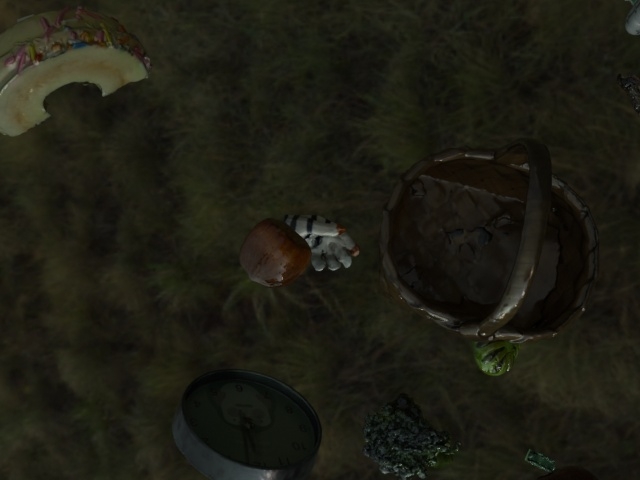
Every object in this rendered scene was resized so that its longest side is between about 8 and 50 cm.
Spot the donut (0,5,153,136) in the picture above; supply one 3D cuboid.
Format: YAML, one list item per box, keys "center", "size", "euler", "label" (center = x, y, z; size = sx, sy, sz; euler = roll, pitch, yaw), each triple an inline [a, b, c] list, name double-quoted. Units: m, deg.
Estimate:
- center: [-0.246, -0.167, 0.819]
  size: [0.108, 0.165, 0.065]
  euler: [84, 162, -69]
  label: "donut"

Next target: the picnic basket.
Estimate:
- center: [0.255, -0.001, 1.271]
  size: [0.337, 0.337, 0.293]
  euler: [-1, 74, 53]
  label: "picnic basket"

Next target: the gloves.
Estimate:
- center: [-0.001, -0.002, 2.426]
  size: [0.131, 0.218, 0.140]
  euler: [-91, 15, -71]
  label: "gloves"

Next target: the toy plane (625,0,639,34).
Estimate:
- center: [0.639, -0.453, 1.699]
  size: [0.251, 0.255, 0.101]
  euler: [44, 97, 7]
  label: "toy plane"

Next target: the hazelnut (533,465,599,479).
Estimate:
- center: [0.506, 0.565, 1.864]
  size: [0.178, 0.178, 0.204]
  euler: [41, 108, 38]
  label: "hazelnut"

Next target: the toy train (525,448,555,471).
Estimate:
- center: [0.514, 0.517, 2.088]
  size: [0.033, 0.083, 0.053]
  euler: [-64, 22, -9]
  label: "toy train"

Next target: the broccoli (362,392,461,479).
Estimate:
- center: [0.201, 0.419, 1.803]
  size: [0.145, 0.304, 0.165]
  euler: [-49, 58, 3]
  label: "broccoli"

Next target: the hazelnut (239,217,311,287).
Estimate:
- center: [-0.102, 0.032, 1.972]
  size: [0.150, 0.150, 0.150]
  euler: [21, 117, 48]
  label: "hazelnut"

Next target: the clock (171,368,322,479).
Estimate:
- center: [-0.150, 0.392, 1.869]
  size: [0.319, 0.318, 0.066]
  euler: [43, 125, 36]
  label: "clock"

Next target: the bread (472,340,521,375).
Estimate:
- center: [0.357, 0.200, 1.777]
  size: [0.071, 0.139, 0.130]
  euler: [-11, 95, 39]
  label: "bread"

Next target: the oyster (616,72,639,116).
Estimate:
- center: [0.562, -0.237, 1.544]
  size: [0.029, 0.086, 0.132]
  euler: [-40, 75, 3]
  label: "oyster"
